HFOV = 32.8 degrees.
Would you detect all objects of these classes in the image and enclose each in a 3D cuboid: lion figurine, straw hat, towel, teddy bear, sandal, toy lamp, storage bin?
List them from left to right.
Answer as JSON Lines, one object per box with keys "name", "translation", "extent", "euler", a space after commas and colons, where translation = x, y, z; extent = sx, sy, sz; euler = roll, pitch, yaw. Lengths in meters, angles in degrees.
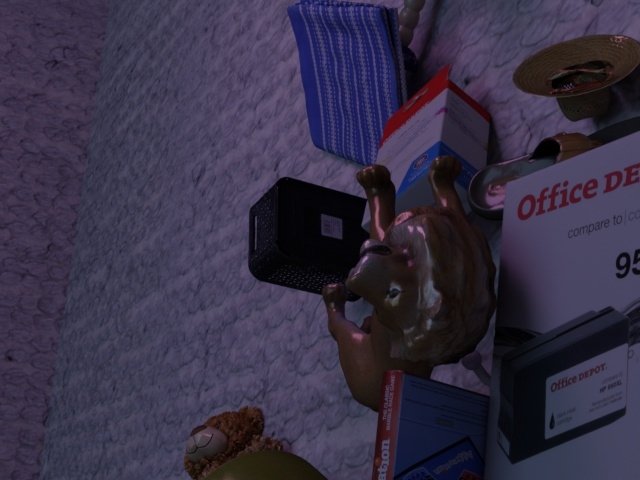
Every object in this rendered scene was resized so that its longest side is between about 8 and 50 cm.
{"name": "teddy bear", "translation": [-0.140, 0.397, 1.644], "extent": [0.245, 0.113, 0.338], "euler": [-42, 41, 45]}
{"name": "storage bin", "translation": [0.000, 0.000, 1.485], "extent": [0.084, 0.180, 0.122], "euler": [-39, 43, 49]}
{"name": "towel", "translation": [0.038, -0.225, 1.575], "extent": [0.336, 0.040, 0.243], "euler": [-149, 48, -65]}
{"name": "lion figurine", "translation": [0.083, 0.077, 1.074], "extent": [0.392, 0.142, 0.240], "euler": [92, 173, -56]}
{"name": "toy lamp", "translation": [0.144, -0.375, 1.509], "extent": [0.080, 0.080, 0.274], "euler": [43, 115, 61]}
{"name": "sandal", "translation": [0.240, -0.078, 1.114], "extent": [0.219, 0.060, 0.090], "euler": [-11, 55, 36]}
{"name": "straw hat", "translation": [0.275, -0.158, 1.146], "extent": [0.144, 0.144, 0.061], "euler": [47, 161, 60]}

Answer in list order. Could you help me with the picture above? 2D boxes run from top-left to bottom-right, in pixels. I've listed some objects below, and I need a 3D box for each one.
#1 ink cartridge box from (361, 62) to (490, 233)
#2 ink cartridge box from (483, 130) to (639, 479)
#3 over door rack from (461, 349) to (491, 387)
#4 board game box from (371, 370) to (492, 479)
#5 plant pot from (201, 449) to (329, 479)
{"name": "ink cartridge box", "translation": [0.133, -0.100, 1.324], "extent": [0.134, 0.078, 0.231], "euler": [-41, 21, 36]}
{"name": "ink cartridge box", "translation": [0.281, 0.119, 0.878], "extent": [0.285, 0.166, 0.394], "euler": [-22, 57, 59]}
{"name": "over door rack", "translation": [0.141, 0.113, 1.231], "extent": [0.239, 0.108, 0.324], "euler": [-24, 56, 57]}
{"name": "board game box", "translation": [0.148, 0.213, 0.968], "extent": [0.027, 0.281, 0.145], "euler": [-10, 67, 44]}
{"name": "plant pot", "translation": [-0.003, 0.418, 1.231], "extent": [0.293, 0.275, 0.274], "euler": [18, 94, 50]}
